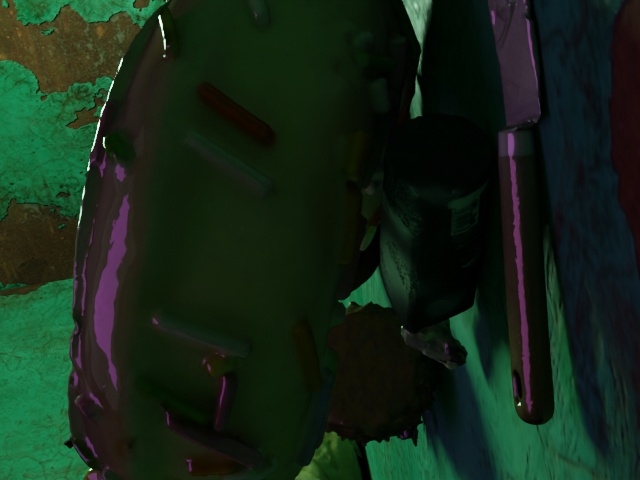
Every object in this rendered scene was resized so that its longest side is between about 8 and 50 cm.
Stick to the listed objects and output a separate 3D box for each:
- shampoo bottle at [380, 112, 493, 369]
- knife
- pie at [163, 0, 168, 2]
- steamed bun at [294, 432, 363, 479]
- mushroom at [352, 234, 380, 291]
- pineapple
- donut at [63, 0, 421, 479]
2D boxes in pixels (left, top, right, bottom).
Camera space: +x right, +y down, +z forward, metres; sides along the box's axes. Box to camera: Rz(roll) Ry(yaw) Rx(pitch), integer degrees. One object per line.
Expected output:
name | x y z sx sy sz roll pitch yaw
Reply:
shampoo bottle | 0.068 0.010 0.707 0.207 0.057 0.063 84 164 -58
knife | 0.088 -0.061 0.537 0.047 0.017 0.298 -146 51 -82
pie | -0.046 -0.242 0.876 0.204 0.054 0.218 -55 7 16
steamed bun | -0.033 0.411 1.884 0.372 0.230 0.325 -107 5 -47
mushroom | -0.028 -0.061 1.201 0.253 0.153 0.253 164 90 -86
pineapple | 0.047 0.115 1.006 0.251 0.125 0.125 55 -157 -75
donut | -0.033 -0.028 0.737 0.371 0.150 0.307 -69 -12 -51
